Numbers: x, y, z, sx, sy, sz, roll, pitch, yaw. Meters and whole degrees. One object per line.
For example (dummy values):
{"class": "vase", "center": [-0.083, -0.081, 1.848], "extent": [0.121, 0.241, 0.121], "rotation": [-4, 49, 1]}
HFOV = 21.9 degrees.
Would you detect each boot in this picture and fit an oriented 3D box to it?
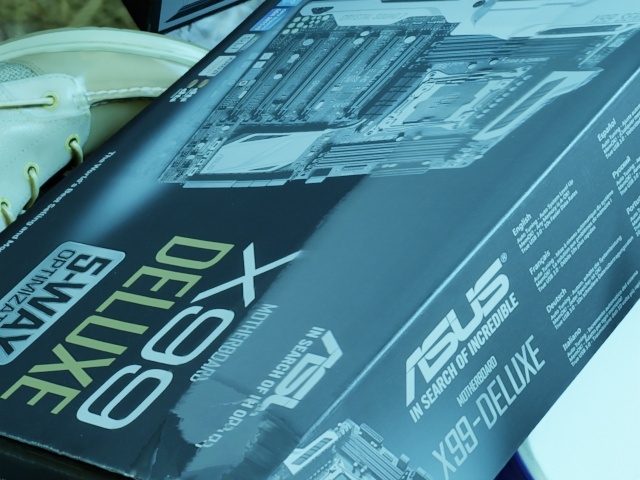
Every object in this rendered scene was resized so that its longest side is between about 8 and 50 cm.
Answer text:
{"class": "boot", "center": [-0.137, -0.008, 0.734], "extent": [0.213, 0.077, 0.165], "rotation": [-4, 63, -7]}

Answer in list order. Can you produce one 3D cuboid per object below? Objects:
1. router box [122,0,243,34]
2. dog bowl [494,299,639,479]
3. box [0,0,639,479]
{"class": "router box", "center": [-0.116, -0.290, 0.792], "extent": [0.081, 0.243, 0.309], "rotation": [-26, 70, -21]}
{"class": "dog bowl", "center": [0.175, 0.073, 0.715], "extent": [0.265, 0.104, 0.265], "rotation": [7, 58, -12]}
{"class": "box", "center": [0.000, 0.000, 0.634], "extent": [0.242, 0.076, 0.307], "rotation": [8, 44, 47]}
